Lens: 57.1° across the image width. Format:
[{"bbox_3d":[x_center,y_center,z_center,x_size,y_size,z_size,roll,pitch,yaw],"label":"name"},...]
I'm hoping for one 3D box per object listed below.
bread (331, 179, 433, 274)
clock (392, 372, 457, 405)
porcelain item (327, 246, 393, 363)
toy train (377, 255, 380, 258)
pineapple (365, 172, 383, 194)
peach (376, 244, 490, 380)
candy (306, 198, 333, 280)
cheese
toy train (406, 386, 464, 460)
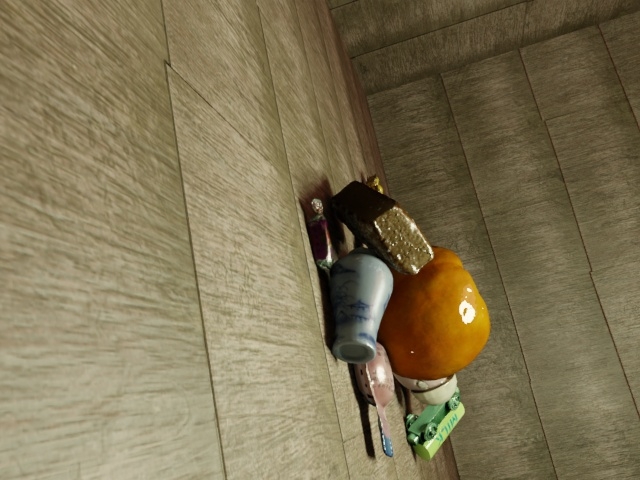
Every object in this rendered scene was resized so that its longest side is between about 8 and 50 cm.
[{"bbox_3d":[0.136,-0.039,1.422,0.165,0.113,0.416,48,1,-15],"label":"bread"},{"bbox_3d":[0.296,0.311,1.819,0.326,0.184,0.342,50,31,-44],"label":"clock"},{"bbox_3d":[0.081,0.127,1.238,0.259,0.141,0.141,-83,156,-43],"label":"porcelain item"},{"bbox_3d":[0.188,0.004,1.858,0.177,0.116,0.285,70,-2,-45],"label":"toy train"},{"bbox_3d":[0.231,-0.171,2.429,0.225,0.076,0.225,-16,90,-81],"label":"pineapple"},{"bbox_3d":[0.246,0.186,1.484,0.343,0.301,0.343,-25,90,-89],"label":"peach"},{"bbox_3d":[0.000,0.000,1.239,0.045,0.043,0.175,2,77,-75],"label":"candy"},{"bbox_3d":[0.127,0.337,1.327,0.189,0.074,0.286,52,25,-61],"label":"cheese"},{"bbox_3d":[0.374,0.582,1.886,0.253,0.105,0.157,-41,122,-33],"label":"toy train"}]
